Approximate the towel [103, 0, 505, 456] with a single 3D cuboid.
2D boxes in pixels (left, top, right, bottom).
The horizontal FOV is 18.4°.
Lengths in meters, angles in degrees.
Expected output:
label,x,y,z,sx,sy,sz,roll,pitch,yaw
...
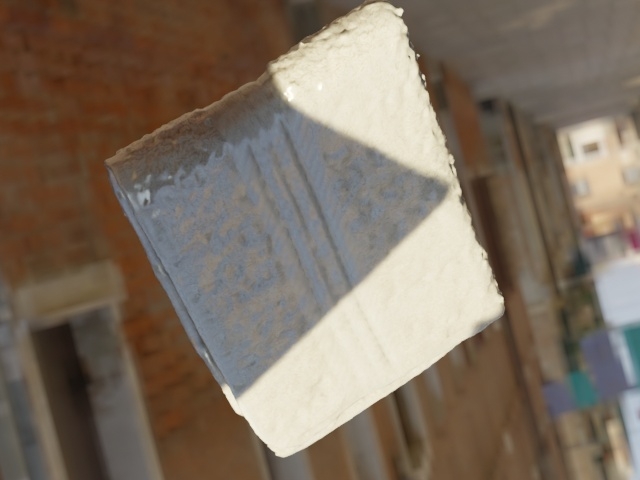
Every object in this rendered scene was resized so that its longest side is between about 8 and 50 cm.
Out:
label,x,y,z,sx,sy,sz,roll,pitch,yaw
towel,0.000,0.000,1.156,0.187,0.282,0.049,-33,-132,-9
